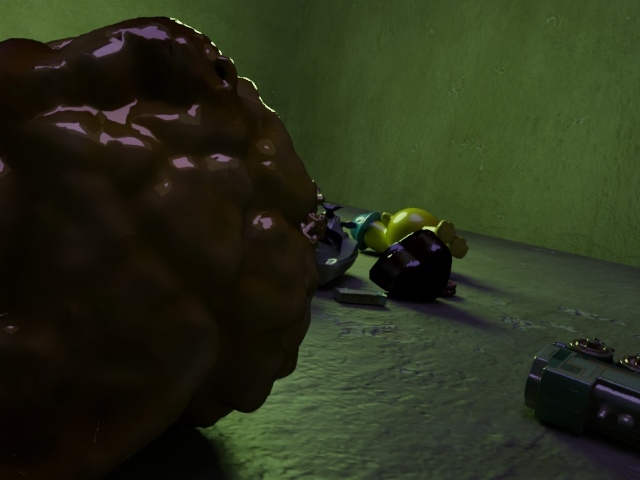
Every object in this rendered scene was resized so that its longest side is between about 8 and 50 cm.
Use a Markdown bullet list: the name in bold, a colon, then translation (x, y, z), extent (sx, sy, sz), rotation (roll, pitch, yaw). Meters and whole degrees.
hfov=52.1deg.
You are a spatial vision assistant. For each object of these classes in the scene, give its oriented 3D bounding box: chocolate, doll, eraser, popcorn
- **chocolate**: translation (0.174, 0.064, 1.181), extent (0.149, 0.125, 0.080), rotation (-29, 26, -8)
- **doll**: translation (0.205, 0.002, 1.613), extent (0.199, 0.145, 0.363), rotation (49, -21, -23)
- **eraser**: translation (0.066, 0.093, 1.085), extent (0.083, 0.019, 0.038), rotation (7, 6, -17)
- **popcorn**: translation (-0.183, 0.012, 0.481), extent (0.349, 0.349, 0.382), rotation (14, 34, 32)

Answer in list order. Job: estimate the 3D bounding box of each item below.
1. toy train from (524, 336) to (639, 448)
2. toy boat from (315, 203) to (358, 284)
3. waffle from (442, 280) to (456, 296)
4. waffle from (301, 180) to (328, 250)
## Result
- **toy train**: translation (0.309, 0.162, 0.656), extent (0.194, 0.080, 0.125), rotation (17, 21, 34)
- **toy boat**: translation (-0.002, 0.007, 1.254), extent (0.141, 0.140, 0.269), rotation (11, 22, 13)
- **waffle**: translation (0.227, 0.089, 1.286), extent (0.075, 0.029, 0.083), rotation (3, 7, -40)
- **waffle**: translation (-0.110, -0.029, 1.126), extent (0.245, 0.254, 0.052), rotation (2, -38, 3)
